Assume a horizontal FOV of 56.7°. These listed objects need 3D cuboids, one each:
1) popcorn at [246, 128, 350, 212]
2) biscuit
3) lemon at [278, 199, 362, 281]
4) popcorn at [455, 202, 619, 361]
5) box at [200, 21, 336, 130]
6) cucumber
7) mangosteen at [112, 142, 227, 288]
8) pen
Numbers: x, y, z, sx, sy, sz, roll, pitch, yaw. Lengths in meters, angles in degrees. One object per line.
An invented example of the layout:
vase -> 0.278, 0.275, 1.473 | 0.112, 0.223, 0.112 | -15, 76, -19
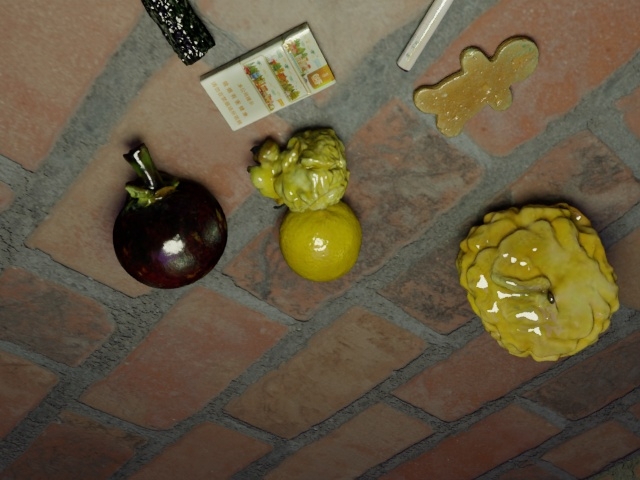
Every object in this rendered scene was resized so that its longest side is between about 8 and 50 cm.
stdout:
popcorn -> -0.040, -0.125, 1.156 | 0.195, 0.169, 0.173 | -15, 152, 15
biscuit -> 0.303, -0.297, 1.126 | 0.234, 0.030, 0.153 | -36, 126, 23
lemon -> 0.000, 0.000, 1.265 | 0.178, 0.178, 0.203 | -3, 133, -2
popcorn -> 0.457, 0.092, 1.316 | 0.348, 0.349, 0.382 | 2, 169, -7
box -> -0.095, -0.295, 1.090 | 0.220, 0.032, 0.122 | -23, 129, 14
cucumber -> -0.268, -0.415, 0.947 | 0.072, 0.072, 0.300 | -21, 130, 13
mangosteen -> -0.312, -0.045, 1.165 | 0.231, 0.231, 0.289 | -16, 125, 9
pen -> 0.211, -0.409, 1.018 | 0.033, 0.033, 0.269 | 18, 127, -20
